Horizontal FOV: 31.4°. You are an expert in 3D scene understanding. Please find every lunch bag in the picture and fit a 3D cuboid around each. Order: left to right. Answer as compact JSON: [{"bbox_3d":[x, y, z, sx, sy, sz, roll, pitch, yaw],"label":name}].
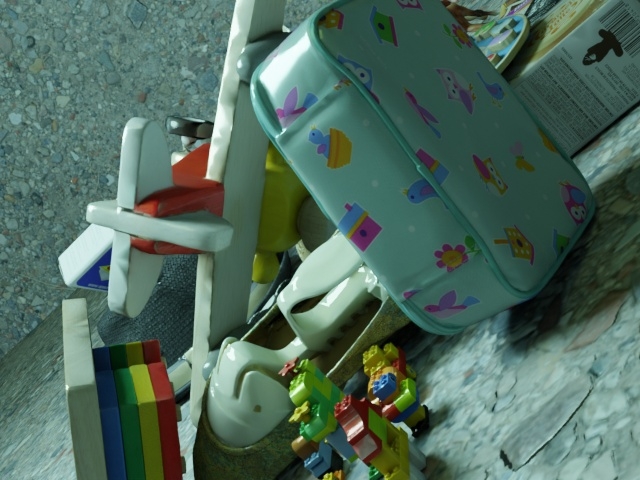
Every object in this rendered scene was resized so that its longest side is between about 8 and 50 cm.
[{"bbox_3d":[0.090,-0.071,0.912,0.108,0.279,0.224,-36,4,36],"label":"lunch bag"}]

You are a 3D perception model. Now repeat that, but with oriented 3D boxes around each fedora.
[{"bbox_3d":[-0.200,0.094,1.612,0.334,0.152,0.334,-42,12,11],"label":"fedora"}]

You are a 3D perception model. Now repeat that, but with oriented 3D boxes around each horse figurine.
[{"bbox_3d":[0.191,-0.332,1.740,0.175,0.066,0.263,-5,5,-15],"label":"horse figurine"}]

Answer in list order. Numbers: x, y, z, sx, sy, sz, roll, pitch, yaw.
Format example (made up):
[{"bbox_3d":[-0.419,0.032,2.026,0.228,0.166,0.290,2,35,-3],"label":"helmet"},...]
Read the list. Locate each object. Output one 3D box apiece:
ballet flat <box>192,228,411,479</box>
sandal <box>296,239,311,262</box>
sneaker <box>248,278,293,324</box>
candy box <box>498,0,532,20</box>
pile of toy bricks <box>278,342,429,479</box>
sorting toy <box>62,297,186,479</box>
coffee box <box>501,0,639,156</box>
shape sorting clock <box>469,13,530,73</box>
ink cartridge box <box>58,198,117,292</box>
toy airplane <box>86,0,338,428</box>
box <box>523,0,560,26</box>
[{"bbox_3d":[-0.020,0.092,1.010,0.348,0.123,0.123,-47,12,10],"label":"ballet flat"},{"bbox_3d":[0.006,0.001,1.469,0.240,0.088,0.079,-121,44,-76],"label":"sandal"},{"bbox_3d":[-0.059,0.098,1.426,0.109,0.040,0.043,-49,-4,-33],"label":"sneaker"},{"bbox_3d":[0.322,-0.329,1.490,0.187,0.053,0.109,-32,16,24],"label":"candy box"},{"bbox_3d":[0.011,0.133,0.886,0.118,0.105,0.212,-42,12,15],"label":"pile of toy bricks"},{"bbox_3d":[-0.172,0.203,1.026,0.090,0.257,0.255,-7,14,-12],"label":"sorting toy"},{"bbox_3d":[0.224,-0.147,1.130,0.246,0.098,0.141,-40,12,21],"label":"coffee box"},{"bbox_3d":[0.126,-0.159,1.153,0.206,0.040,0.206,-43,11,11],"label":"shape sorting clock"},{"bbox_3d":[-0.183,-0.020,1.710,0.307,0.072,0.304,-42,-33,24],"label":"ink cartridge box"},{"bbox_3d":[-0.075,-0.034,1.207,0.386,0.273,0.384,93,-172,-55],"label":"toy airplane"},{"bbox_3d":[0.306,-0.255,1.268,0.180,0.077,0.147,-33,17,43],"label":"box"}]
